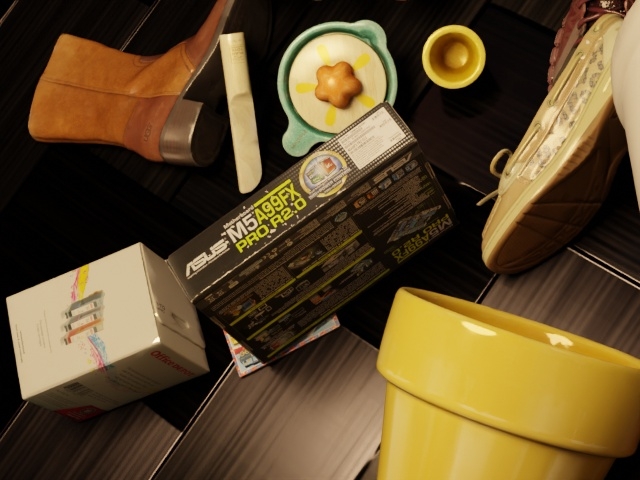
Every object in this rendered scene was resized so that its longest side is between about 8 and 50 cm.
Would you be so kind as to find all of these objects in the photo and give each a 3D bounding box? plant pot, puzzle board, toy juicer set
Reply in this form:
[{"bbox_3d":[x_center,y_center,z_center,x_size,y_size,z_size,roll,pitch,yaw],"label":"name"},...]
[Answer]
[{"bbox_3d":[0.156,0.192,1.187,0.254,0.254,0.239,19,93,27],"label":"plant pot"},{"bbox_3d":[-0.050,0.083,1.432,0.128,0.011,0.096,-28,63,10],"label":"puzzle board"},{"bbox_3d":[0.002,-0.209,1.431,0.329,0.089,0.209,-26,96,12],"label":"toy juicer set"}]

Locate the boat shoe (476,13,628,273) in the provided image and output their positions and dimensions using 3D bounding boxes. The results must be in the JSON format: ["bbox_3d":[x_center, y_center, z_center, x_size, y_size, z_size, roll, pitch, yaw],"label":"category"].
[{"bbox_3d":[0.248,-0.092,1.303,0.285,0.104,0.089,-56,47,19],"label":"boat shoe"}]

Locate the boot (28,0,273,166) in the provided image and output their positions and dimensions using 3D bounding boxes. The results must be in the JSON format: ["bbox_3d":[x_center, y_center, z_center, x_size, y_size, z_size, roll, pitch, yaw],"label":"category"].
[{"bbox_3d":[-0.212,-0.224,1.593,0.280,0.096,0.264,13,83,33],"label":"boot"}]

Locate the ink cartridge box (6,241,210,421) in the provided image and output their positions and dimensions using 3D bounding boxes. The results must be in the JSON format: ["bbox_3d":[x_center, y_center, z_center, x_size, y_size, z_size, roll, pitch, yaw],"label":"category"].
[{"bbox_3d":[-0.235,0.105,1.431,0.176,0.128,0.127,-21,64,12],"label":"ink cartridge box"}]

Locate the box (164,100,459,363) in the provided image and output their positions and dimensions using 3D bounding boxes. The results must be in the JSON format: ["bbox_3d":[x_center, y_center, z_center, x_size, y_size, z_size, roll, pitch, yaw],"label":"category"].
[{"bbox_3d":[0.000,0.000,1.318,0.270,0.216,0.060,-36,63,2],"label":"box"}]

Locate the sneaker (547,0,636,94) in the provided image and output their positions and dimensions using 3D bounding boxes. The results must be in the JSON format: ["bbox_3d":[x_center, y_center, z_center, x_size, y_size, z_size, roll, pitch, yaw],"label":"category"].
[{"bbox_3d":[0.285,-0.251,1.337,0.106,0.162,0.281,4,72,23],"label":"sneaker"}]

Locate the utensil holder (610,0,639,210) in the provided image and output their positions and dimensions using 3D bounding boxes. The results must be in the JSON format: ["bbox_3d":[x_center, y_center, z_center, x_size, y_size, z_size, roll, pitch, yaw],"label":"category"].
[{"bbox_3d":[0.421,-0.021,1.052,0.327,0.328,0.386,-11,52,18],"label":"utensil holder"}]
